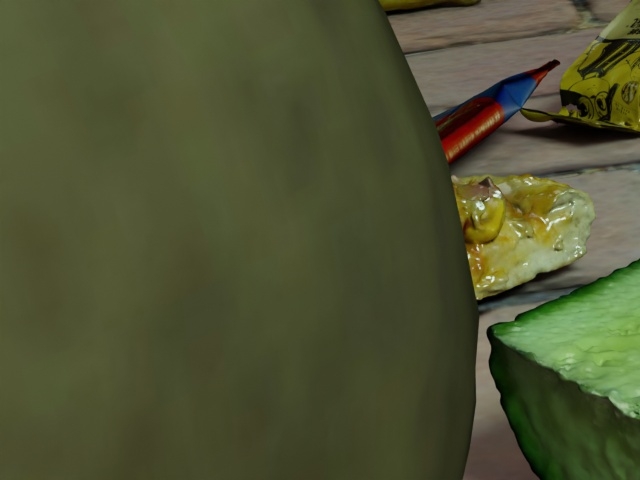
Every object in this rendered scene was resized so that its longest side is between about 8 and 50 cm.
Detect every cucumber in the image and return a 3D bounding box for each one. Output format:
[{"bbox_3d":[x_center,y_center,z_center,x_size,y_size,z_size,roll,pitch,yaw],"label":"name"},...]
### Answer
[{"bbox_3d":[0.169,0.036,0.636,0.244,0.063,0.115,-22,29,-35],"label":"cucumber"}]

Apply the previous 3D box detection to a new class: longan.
[{"bbox_3d":[-0.155,0.020,0.433,0.405,0.336,0.404,13,43,-13],"label":"longan"}]

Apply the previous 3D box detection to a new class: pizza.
[{"bbox_3d":[-0.001,-0.002,0.843,0.246,0.058,0.127,-6,19,16],"label":"pizza"}]

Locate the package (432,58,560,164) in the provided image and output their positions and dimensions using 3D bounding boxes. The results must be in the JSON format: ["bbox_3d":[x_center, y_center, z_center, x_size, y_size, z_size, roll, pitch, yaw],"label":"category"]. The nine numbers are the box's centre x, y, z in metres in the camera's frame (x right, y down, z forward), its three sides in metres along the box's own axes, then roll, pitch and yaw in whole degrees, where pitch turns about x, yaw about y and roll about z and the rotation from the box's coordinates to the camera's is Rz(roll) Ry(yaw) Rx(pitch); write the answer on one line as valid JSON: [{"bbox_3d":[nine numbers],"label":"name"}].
[{"bbox_3d":[0.060,-0.052,0.992,0.083,0.022,0.200,-24,7,36],"label":"package"}]

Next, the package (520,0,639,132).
[{"bbox_3d":[0.181,-0.094,1.046,0.131,0.047,0.071,-46,31,-22],"label":"package"}]

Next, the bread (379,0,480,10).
[{"bbox_3d":[-0.010,-0.324,1.541,0.245,0.233,0.361,-8,18,3],"label":"bread"}]
